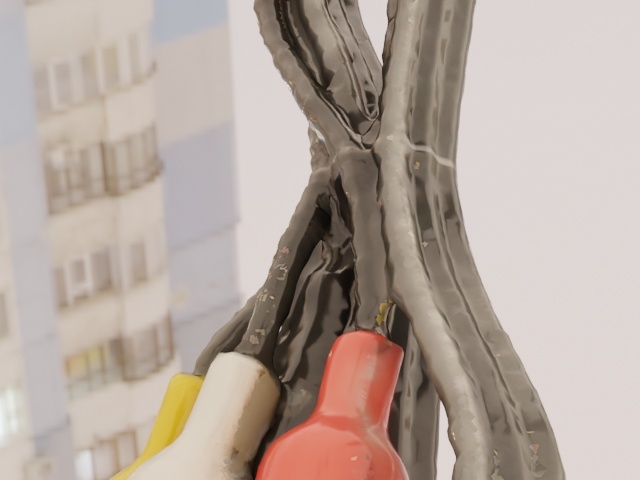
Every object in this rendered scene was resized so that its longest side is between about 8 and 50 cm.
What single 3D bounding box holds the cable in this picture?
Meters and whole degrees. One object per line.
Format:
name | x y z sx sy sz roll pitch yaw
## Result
cable | 0.000 0.000 0.421 0.072 0.287 0.139 23 153 -30
